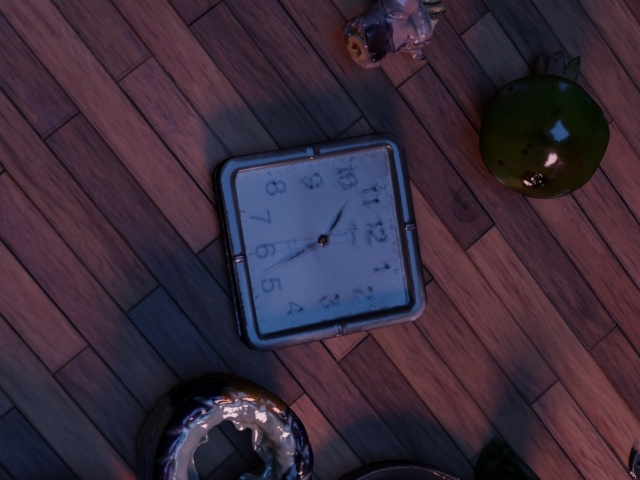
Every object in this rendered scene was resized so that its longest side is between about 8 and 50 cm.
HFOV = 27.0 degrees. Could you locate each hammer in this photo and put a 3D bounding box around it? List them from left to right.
[{"bbox_3d":[0.548,0.309,2.067,0.182,0.017,0.062,-36,102,-15],"label":"hammer"}]

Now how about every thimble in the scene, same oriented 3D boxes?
[{"bbox_3d":[-0.134,0.295,1.778,0.237,0.150,0.237,-1,95,-18],"label":"thimble"}]

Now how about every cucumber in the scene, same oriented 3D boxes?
[{"bbox_3d":[0.293,0.384,1.876,0.063,0.244,0.115,-21,111,-12],"label":"cucumber"}]

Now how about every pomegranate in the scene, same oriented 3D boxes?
[{"bbox_3d":[0.323,-0.171,1.903,0.187,0.187,0.225,28,60,-17],"label":"pomegranate"}]

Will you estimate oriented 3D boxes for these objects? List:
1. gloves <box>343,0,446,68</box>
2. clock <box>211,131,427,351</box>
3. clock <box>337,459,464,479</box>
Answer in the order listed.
[{"bbox_3d":[0.096,-0.298,1.855,0.144,0.094,0.110,-13,106,-36],"label":"gloves"},{"bbox_3d":[0.000,0.000,1.859,0.279,0.049,0.273,-10,96,-17],"label":"clock"},{"bbox_3d":[0.109,0.474,1.906,0.325,0.067,0.325,-1,93,-18],"label":"clock"}]
